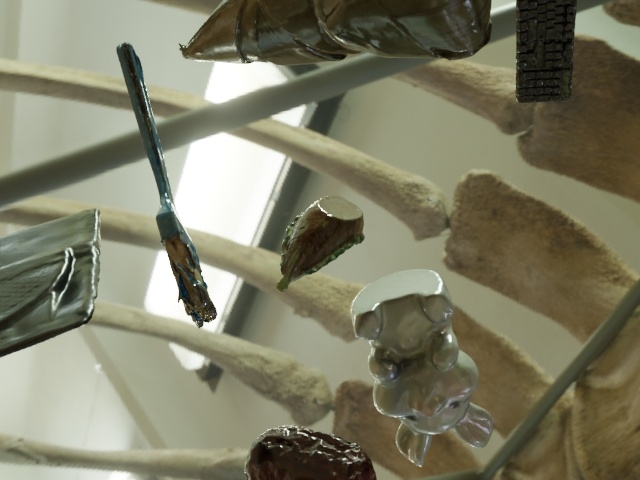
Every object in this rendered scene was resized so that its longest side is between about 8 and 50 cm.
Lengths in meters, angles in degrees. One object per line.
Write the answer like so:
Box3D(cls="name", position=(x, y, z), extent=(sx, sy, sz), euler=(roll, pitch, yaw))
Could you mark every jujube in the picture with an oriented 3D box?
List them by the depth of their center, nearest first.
Box3D(cls="jujube", position=(-0.009, 0.207, 0.690), extent=(0.129, 0.077, 0.077), euler=(3, -75, 40))

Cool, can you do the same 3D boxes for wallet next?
Box3D(cls="wallet", position=(-0.345, 0.056, 0.792), extent=(0.323, 0.247, 0.041), euler=(-126, -161, -67))

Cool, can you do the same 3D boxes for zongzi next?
Box3D(cls="zongzi", position=(0.038, -0.483, 1.095), extent=(0.467, 0.218, 0.499), euler=(5, -113, 28))

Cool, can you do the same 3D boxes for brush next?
Box3D(cls="brush", position=(-0.081, -0.035, 0.392), extent=(0.051, 0.014, 0.164), euler=(85, -14, -67))

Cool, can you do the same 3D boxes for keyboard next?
Box3D(cls="keyboard", position=(0.223, -0.228, 0.763), extent=(0.018, 0.060, 0.195), euler=(-85, 169, -60))

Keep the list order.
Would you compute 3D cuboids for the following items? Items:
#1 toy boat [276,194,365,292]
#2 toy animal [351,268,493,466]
Box3D(cls="toy boat", position=(0.003, -0.009, 1.211), extent=(0.108, 0.293, 0.099), euler=(28, -67, 8))
Box3D(cls="toy animal", position=(0.192, 0.241, 1.450), extent=(0.196, 0.241, 0.367), euler=(-18, -87, 12))
